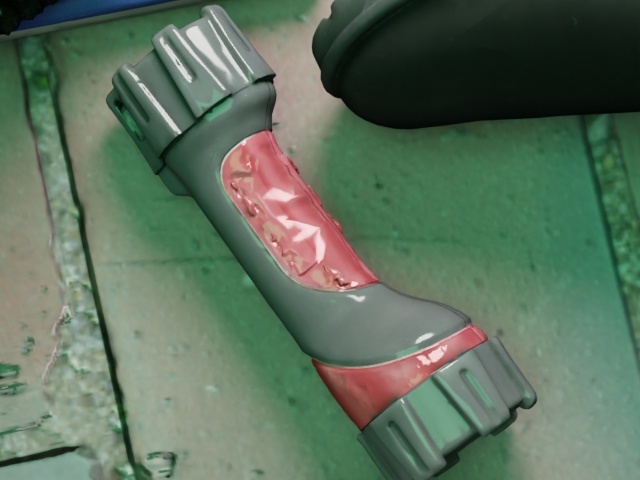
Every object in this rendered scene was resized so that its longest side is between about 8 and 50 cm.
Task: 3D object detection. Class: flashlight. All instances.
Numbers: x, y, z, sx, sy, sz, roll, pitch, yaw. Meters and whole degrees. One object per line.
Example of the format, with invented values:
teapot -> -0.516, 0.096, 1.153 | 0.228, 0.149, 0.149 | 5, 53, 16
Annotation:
flashlight -> 0.000, 0.000, 1.105 | 0.103, 0.103, 0.304 | -31, 81, -21

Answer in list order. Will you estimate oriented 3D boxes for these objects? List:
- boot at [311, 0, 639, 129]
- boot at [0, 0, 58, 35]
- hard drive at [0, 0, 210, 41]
boot -> 0.218, 0.010, 0.992 | 0.367, 0.146, 0.445 | -27, 76, 25
boot -> -0.168, -0.300, 1.087 | 0.348, 0.131, 0.260 | -43, 74, 15
hard drive -> -0.170, -0.238, 1.174 | 0.318, 0.040, 0.210 | -10, 85, 8
